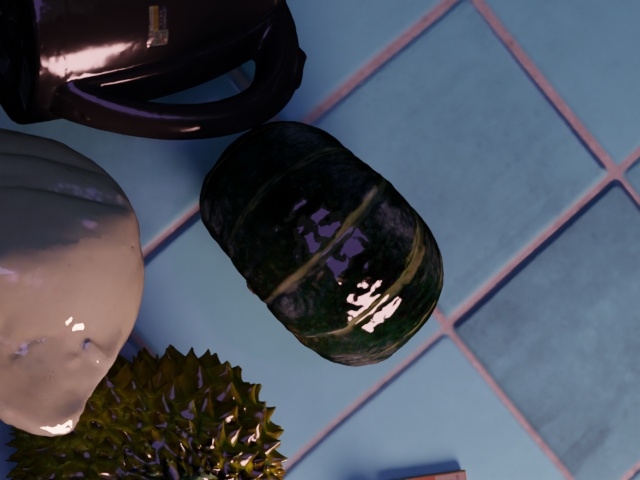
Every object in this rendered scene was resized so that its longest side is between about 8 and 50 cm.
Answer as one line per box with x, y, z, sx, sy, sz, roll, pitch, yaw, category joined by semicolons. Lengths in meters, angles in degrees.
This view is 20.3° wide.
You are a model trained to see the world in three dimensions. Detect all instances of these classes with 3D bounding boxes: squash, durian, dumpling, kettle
0.000;0.000;1.688;0.252;0.252;0.165;43;89;-6;squash
-0.153;0.222;1.647;0.291;0.225;0.291;1;86;-19;durian
-0.302;-0.018;1.550;0.233;0.395;0.315;-36;123;18;dumpling
-0.158;-0.205;1.688;0.290;0.207;0.268;-9;63;-24;kettle

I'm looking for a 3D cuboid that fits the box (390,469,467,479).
0.110;0.261;1.811;0.083;0.012;0.046;-6;88;-14;box
